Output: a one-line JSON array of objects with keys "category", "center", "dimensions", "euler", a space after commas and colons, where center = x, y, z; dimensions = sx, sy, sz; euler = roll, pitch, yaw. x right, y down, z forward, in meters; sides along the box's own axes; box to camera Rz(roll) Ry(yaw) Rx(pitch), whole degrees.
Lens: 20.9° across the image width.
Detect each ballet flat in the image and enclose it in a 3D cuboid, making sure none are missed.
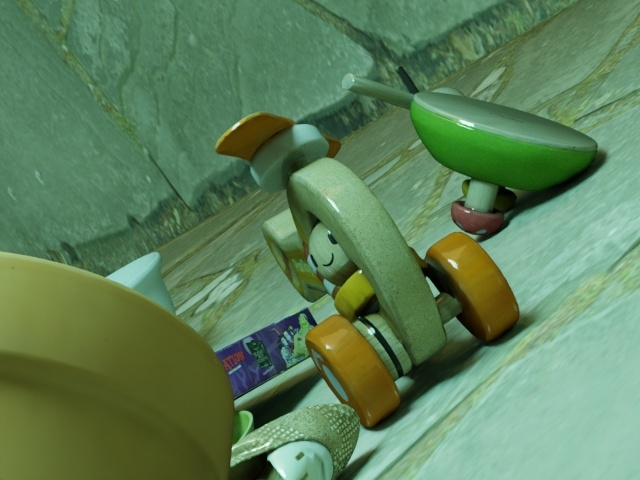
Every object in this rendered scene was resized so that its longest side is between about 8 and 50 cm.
[{"category": "ballet flat", "center": [-0.049, 0.169, 1.119], "dimensions": [0.206, 0.073, 0.067], "euler": [-25, 27, -23]}]

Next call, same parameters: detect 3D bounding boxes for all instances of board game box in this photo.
[{"category": "board game box", "center": [-0.174, 0.174, 1.515], "dimensions": [0.347, 0.056, 0.208], "euler": [-32, 0, 29]}]

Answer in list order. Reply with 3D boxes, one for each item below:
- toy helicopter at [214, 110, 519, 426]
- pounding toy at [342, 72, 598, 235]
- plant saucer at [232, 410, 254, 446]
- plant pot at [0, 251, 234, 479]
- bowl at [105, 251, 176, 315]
[{"category": "toy helicopter", "center": [0.000, 0.000, 1.356], "dimensions": [0.140, 0.235, 0.355], "euler": [-35, 7, -10]}, {"category": "pounding toy", "center": [0.145, -0.074, 1.674], "dimensions": [0.183, 0.110, 0.237], "euler": [1, 18, -46]}, {"category": "plant saucer", "center": [-0.143, 0.216, 1.337], "dimensions": [0.241, 0.037, 0.241], "euler": [-33, 8, 5]}, {"category": "plant pot", "center": [-0.189, 0.169, 0.904], "dimensions": [0.291, 0.291, 0.203], "euler": [-29, 46, 31]}, {"category": "bowl", "center": [-0.269, 0.148, 1.944], "dimensions": [0.298, 0.134, 0.298], "euler": [-32, 7, 5]}]
